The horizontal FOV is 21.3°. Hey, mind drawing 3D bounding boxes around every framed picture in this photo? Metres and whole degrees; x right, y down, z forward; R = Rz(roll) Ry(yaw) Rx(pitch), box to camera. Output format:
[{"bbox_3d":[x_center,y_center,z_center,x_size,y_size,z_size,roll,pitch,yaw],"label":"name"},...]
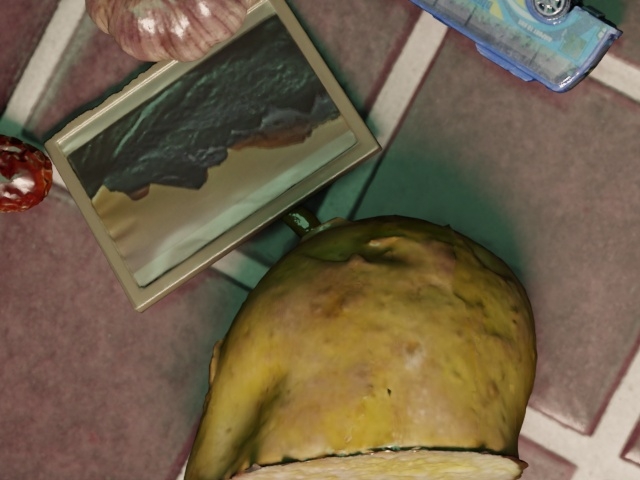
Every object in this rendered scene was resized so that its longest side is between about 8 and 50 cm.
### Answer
[{"bbox_3d":[-0.103,-0.085,1.539,0.265,0.018,0.192,-35,73,6],"label":"framed picture"}]

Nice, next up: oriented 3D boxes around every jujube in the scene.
[{"bbox_3d":[-0.309,-0.063,1.558,0.129,0.077,0.077,5,88,4],"label":"jujube"}]

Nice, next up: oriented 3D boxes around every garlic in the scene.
[{"bbox_3d":[-0.138,-0.231,1.517,0.159,0.102,0.147,21,89,18],"label":"garlic"}]

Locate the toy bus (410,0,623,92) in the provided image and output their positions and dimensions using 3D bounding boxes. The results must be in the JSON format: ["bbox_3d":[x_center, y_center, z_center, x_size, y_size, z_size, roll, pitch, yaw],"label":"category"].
[{"bbox_3d":[0.146,-0.216,1.492,0.236,0.079,0.094,34,109,10],"label":"toy bus"}]

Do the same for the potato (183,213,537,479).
[{"bbox_3d":[0.032,0.097,1.423,0.289,0.301,0.237,7,68,-27],"label":"potato"}]

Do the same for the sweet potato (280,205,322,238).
[{"bbox_3d":[0.000,0.000,1.527,0.115,0.026,0.026,44,95,6],"label":"sweet potato"}]
